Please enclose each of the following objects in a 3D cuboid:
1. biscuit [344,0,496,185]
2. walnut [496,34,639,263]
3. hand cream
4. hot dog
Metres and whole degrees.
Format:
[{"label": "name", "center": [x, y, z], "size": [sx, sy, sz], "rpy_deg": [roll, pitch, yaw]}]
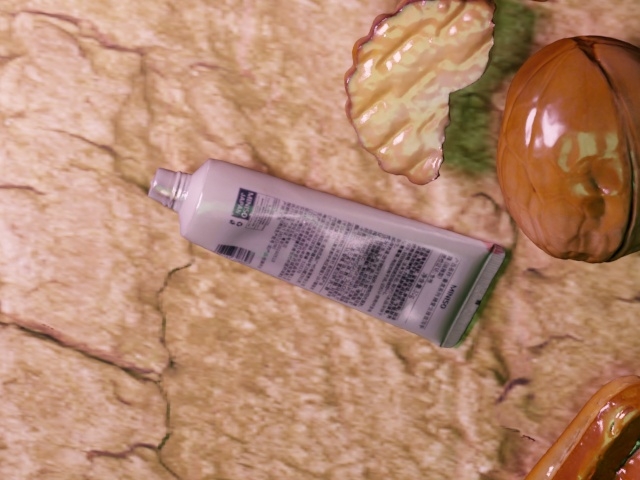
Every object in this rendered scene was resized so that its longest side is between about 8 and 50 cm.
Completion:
[{"label": "biscuit", "center": [0.083, -0.150, 1.315], "size": [0.118, 0.061, 0.183], "rpy_deg": [24, 114, -3]}, {"label": "walnut", "center": [0.235, -0.075, 1.278], "size": [0.167, 0.167, 0.207], "rpy_deg": [-3, 117, 8]}, {"label": "hand cream", "center": [0.000, 0.000, 1.403], "size": [0.341, 0.078, 0.124], "rpy_deg": [20, 116, -11]}, {"label": "hot dog", "center": [0.259, 0.277, 1.478], "size": [0.135, 0.100, 0.337], "rpy_deg": [31, 114, 1]}]
